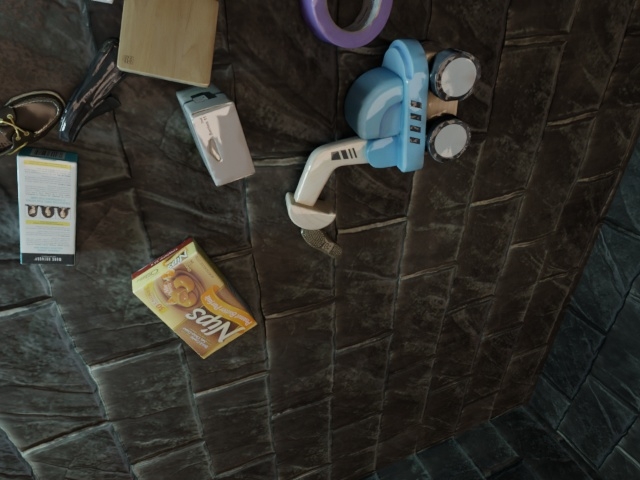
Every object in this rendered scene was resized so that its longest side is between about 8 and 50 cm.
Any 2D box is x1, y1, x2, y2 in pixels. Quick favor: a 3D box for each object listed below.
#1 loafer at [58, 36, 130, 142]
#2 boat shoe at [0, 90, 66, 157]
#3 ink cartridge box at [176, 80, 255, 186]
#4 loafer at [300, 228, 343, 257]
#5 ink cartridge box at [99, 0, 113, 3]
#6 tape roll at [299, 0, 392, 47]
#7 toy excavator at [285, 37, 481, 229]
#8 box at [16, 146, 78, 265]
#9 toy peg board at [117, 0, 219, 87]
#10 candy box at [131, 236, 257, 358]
[{"bbox_3d":[-0.426,-0.279,0.795,0.078,0.076,0.223,32,97,-33],"label":"loafer"},{"bbox_3d":[-0.586,-0.203,0.770,0.228,0.068,0.081,-31,129,-5],"label":"boat shoe"},{"bbox_3d":[-0.218,-0.225,0.849,0.087,0.208,0.153,-22,127,-13],"label":"ink cartridge box"},{"bbox_3d":[0.000,0.000,1.205,0.148,0.050,0.056,39,95,-22],"label":"loafer"},{"bbox_3d":[-0.456,-0.540,0.629,0.239,0.060,0.275,-4,121,-26],"label":"ink cartridge box"},{"bbox_3d":[0.055,-0.519,0.883,0.189,0.080,0.189,-12,124,-19],"label":"tape roll"},{"bbox_3d":[0.118,-0.256,1.029,0.445,0.222,0.433,-9,124,-5],"label":"toy excavator"},{"bbox_3d":[-0.570,-0.066,0.869,0.100,0.060,0.244,4,118,-28],"label":"box"},{"bbox_3d":[-0.285,-0.378,0.787,0.161,0.079,0.161,7,90,-14],"label":"toy peg board"},{"bbox_3d":[-0.330,0.164,1.116,0.183,0.087,0.316,-32,129,-5],"label":"candy box"}]
